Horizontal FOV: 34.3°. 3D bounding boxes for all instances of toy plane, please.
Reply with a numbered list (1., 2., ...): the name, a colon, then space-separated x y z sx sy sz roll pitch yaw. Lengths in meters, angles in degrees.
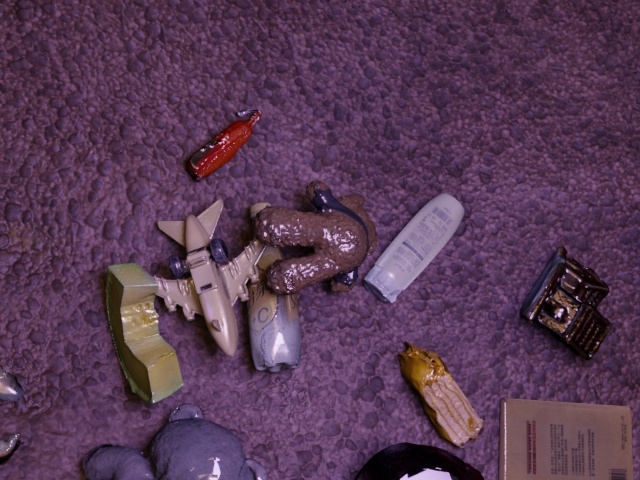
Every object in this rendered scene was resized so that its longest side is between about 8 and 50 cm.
1. toy plane: -0.172 0.060 1.587 0.229 0.092 0.244 -20 65 5

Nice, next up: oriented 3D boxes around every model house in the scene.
1. model house: 0.424 0.109 1.726 0.152 0.106 0.165 36 77 -2

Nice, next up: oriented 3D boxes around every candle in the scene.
1. candle: -0.155 -0.159 1.687 0.162 0.048 0.053 -43 125 -18

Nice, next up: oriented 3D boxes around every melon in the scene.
1. melon: -0.269 0.135 1.558 0.064 0.118 0.210 -13 93 -29

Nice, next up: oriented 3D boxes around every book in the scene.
1. book: 0.406 0.348 1.713 0.230 0.026 0.161 6 76 -12

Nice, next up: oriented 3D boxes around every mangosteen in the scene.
1. mangosteen: 0.136 0.442 1.521 0.287 0.233 0.288 3 73 -8

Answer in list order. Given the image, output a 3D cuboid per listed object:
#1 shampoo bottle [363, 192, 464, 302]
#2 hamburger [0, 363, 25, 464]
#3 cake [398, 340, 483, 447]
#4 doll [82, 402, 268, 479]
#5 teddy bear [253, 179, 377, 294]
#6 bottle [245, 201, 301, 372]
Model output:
1. shampoo bottle: 0.156 0.010 1.715 0.072 0.049 0.212 45 72 -3
2. hamburger: -0.573 0.231 1.437 0.288 0.192 0.168 10 81 -37
3. cake: 0.179 0.247 1.677 0.080 0.116 0.185 -46 123 -13
4. doll: -0.249 0.391 1.509 0.340 0.158 0.246 -43 58 -3
5. teddy bear: 0.016 0.002 1.607 0.251 0.129 0.182 -27 117 -51
6. bottle: -0.080 0.070 1.631 0.083 0.083 0.270 -3 74 -14
